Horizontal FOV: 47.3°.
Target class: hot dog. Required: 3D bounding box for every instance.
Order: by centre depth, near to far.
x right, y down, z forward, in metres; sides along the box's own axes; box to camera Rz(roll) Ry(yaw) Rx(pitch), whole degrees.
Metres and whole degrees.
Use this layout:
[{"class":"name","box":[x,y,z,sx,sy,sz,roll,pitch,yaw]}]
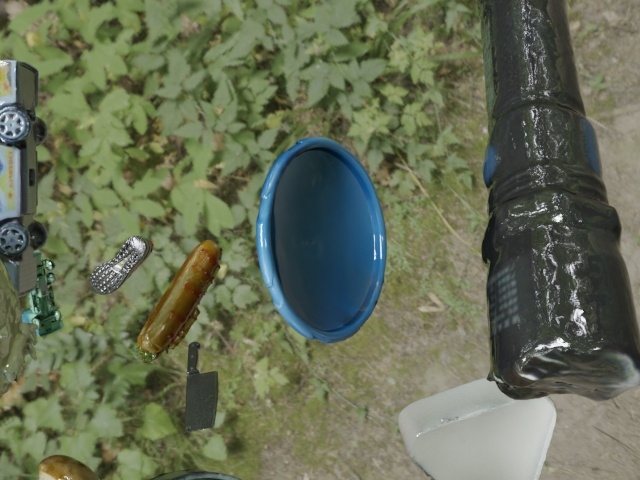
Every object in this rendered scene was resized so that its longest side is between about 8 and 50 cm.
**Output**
[{"class":"hot dog","box":[-0.251,0.115,1.329,0.250,0.076,0.104,-63,6,-20]}]

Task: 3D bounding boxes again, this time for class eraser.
[{"class":"eraser","box":[0.365,0.478,1.626,0.331,0.331,0.150,-47,12,7]}]

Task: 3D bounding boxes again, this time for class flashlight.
[{"class":"flashlight","box":[0.162,-0.090,0.554,0.103,0.103,0.423,-14,57,28]}]

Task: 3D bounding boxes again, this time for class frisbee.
[{"class":"frisbee","box":[0.000,0.000,0.859,0.045,0.242,0.242,-7,66,36]}]

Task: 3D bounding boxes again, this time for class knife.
[{"class":"knife","box":[-0.251,0.303,1.550,0.072,0.019,0.245,-12,39,0]}]

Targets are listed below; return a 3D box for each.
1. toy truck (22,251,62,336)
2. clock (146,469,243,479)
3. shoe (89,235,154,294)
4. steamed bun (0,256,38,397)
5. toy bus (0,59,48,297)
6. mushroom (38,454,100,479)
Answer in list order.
[{"class":"toy truck","box":[-0.602,0.111,1.540,0.081,0.067,0.175,3,105,31]},{"class":"clock","box":[-0.175,0.487,1.020,0.067,0.325,0.325,-28,53,50]},{"class":"shoe","box":[-0.479,0.062,1.787,0.194,0.077,0.074,-43,84,16]},{"class":"steamed bun","box":[-0.476,0.079,0.819,0.334,0.233,0.312,-45,72,24]},{"class":"toy bus","box":[-0.466,-0.087,1.035,0.136,0.109,0.329,2,95,-5]},{"class":"mushroom","box":[-0.405,0.393,0.844,0.128,0.128,0.350,25,52,38]}]
